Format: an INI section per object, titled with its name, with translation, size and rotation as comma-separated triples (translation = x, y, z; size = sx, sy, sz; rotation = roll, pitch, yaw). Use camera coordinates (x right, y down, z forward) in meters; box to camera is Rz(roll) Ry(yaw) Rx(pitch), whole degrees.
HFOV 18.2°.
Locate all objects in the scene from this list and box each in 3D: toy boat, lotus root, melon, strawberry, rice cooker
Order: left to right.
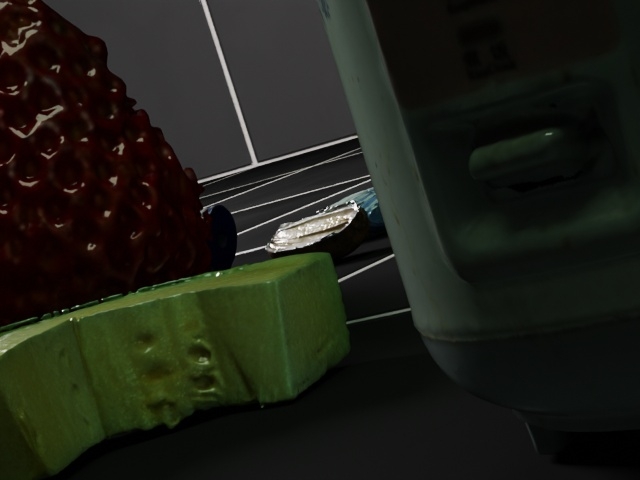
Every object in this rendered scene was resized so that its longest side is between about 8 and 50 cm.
[strawberry]
translation = -0.173, -0.046, 1.236
size = 0.205, 0.244, 0.205
rotation = -15, 4, 1
[melon]
translation = -0.086, 0.056, 0.839
size = 0.209, 0.064, 0.118
rotation = -16, 3, -8
[lotus root]
translation = 0.002, 0.001, 1.347
size = 0.083, 0.030, 0.037
rotation = -17, 35, 43
[toy boat]
translation = 0.025, -0.021, 1.482
size = 0.105, 0.034, 0.149
rotation = -19, 5, -42
[rice cooker]
translation = 0.112, -0.106, 0.543
size = 0.264, 0.316, 0.317
rotation = -21, 6, -40

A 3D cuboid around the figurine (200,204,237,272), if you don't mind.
[figurine]
translation = -0.191, 0.008, 1.487
size = 0.274, 0.133, 0.194
rotation = -7, 23, 10
